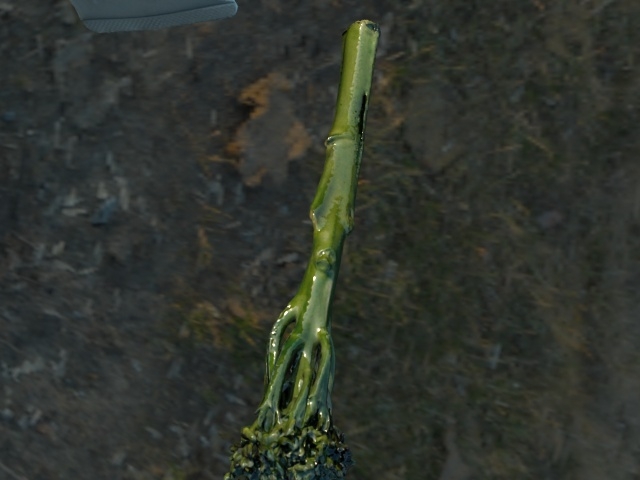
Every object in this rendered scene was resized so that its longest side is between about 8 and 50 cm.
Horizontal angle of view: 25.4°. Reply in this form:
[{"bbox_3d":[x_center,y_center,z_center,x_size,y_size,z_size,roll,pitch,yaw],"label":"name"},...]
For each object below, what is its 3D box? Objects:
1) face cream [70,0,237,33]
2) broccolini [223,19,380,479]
[{"bbox_3d":[-0.140,-0.214,0.862,0.224,0.114,0.070,65,31,-41],"label":"face cream"},{"bbox_3d":[-0.001,0.000,0.513,0.042,0.044,0.218,11,57,-5],"label":"broccolini"}]
